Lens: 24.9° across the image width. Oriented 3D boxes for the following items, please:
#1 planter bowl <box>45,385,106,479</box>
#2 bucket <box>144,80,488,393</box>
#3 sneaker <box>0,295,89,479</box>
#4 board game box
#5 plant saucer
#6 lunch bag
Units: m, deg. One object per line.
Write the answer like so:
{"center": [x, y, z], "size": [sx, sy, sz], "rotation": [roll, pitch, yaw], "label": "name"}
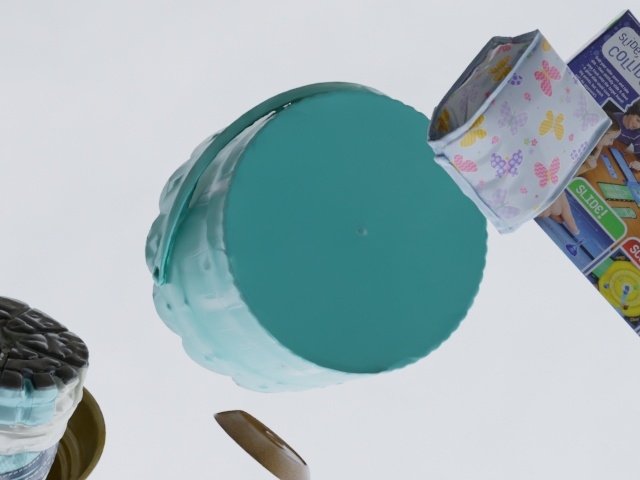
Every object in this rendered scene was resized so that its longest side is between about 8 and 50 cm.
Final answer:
{"center": [-0.267, 0.175, 1.058], "size": [0.217, 0.090, 0.217], "rotation": [5, -151, -3], "label": "planter bowl"}
{"center": [0.000, 0.000, 1.269], "size": [0.281, 0.281, 0.183], "rotation": [-42, -170, -21], "label": "bucket"}
{"center": [-0.238, 0.069, 0.796], "size": [0.110, 0.122, 0.283], "rotation": [3, -161, -40], "label": "sneaker"}
{"center": [0.214, -0.031, 0.943], "size": [0.136, 0.201, 0.035], "rotation": [-41, -177, 10], "label": "board game box"}
{"center": [-0.034, 0.136, 0.956], "size": [0.015, 0.083, 0.083], "rotation": [-50, -151, -1], "label": "plant saucer"}
{"center": [0.096, -0.055, 0.746], "size": [0.083, 0.071, 0.053], "rotation": [-54, -156, -19], "label": "lunch bag"}
